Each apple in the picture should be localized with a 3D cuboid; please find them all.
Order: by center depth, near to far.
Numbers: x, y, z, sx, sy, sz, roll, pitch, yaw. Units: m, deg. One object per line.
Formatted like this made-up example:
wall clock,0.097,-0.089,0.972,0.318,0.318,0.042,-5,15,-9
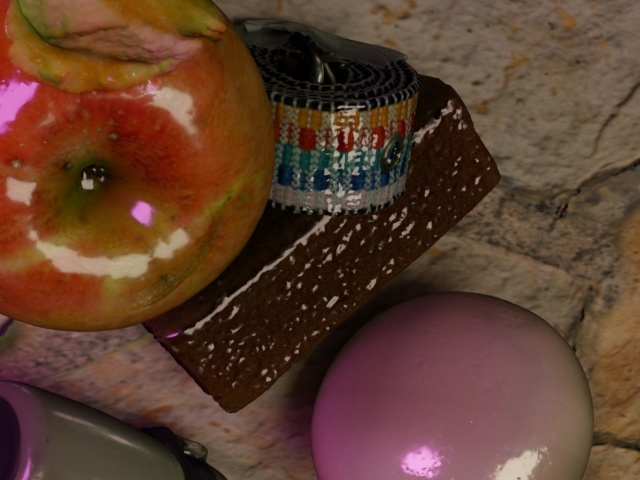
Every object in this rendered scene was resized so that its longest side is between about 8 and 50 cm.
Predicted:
apple,-0.210,-0.093,1.537,0.340,0.339,0.339,-18,123,-29

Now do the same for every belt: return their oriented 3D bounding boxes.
belt,-0.007,-0.125,1.718,0.207,0.257,0.150,2,112,-14

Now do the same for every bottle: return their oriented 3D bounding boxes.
bottle,-0.230,0.263,1.819,0.347,0.168,0.168,26,96,-47

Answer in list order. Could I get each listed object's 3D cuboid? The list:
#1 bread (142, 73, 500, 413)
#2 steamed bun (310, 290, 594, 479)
bread,0.000,0.000,1.880,0.416,0.113,0.165,-41,131,-11
steamed bun,0.144,0.204,1.957,0.324,0.324,0.206,-46,144,-8
